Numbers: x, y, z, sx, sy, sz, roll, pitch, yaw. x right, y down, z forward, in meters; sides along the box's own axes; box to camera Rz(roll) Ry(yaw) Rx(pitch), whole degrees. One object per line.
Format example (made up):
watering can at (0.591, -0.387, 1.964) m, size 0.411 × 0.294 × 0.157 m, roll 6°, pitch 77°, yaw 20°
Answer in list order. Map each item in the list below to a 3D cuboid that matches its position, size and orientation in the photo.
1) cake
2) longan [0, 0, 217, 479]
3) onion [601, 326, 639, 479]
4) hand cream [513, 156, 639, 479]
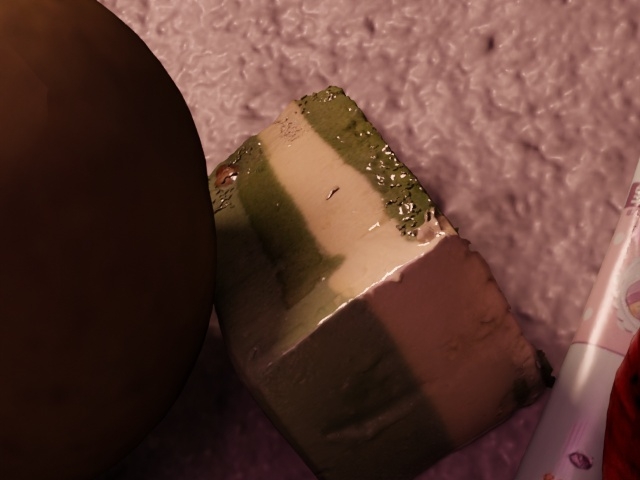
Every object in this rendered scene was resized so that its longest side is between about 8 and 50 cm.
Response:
cake at (-0.002, -0.003, 0.843) m, size 0.158 × 0.172 × 0.283 m, roll -33°, pitch 61°, yaw 3°
longan at (-0.241, 0.003, 0.790) m, size 0.361 × 0.361 × 0.361 m, roll -7°, pitch 68°, yaw 17°
onion at (0.281, 0.122, 0.681) m, size 0.273 × 0.285 × 0.273 m, roll 3°, pitch 94°, yaw 60°
hand cream at (0.187, 0.062, 0.815) m, size 0.085 × 0.058 × 0.331 m, roll 21°, pitch 73°, yaw 21°
